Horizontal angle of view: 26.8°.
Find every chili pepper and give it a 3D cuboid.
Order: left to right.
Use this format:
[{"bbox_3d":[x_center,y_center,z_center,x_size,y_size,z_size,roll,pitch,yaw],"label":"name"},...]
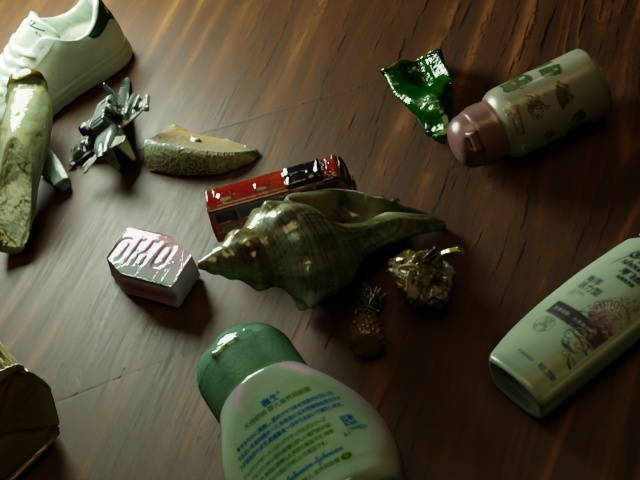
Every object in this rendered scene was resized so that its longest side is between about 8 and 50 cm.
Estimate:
[{"bbox_3d":[0.170,-0.238,2.205,0.108,0.062,0.216,-20,47,6],"label":"chili pepper"}]

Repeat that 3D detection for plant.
[{"bbox_3d":[0.157,0.034,1.920,0.122,0.104,0.116,-48,30,27],"label":"plant"}]

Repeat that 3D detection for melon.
[{"bbox_3d":[-0.200,-0.146,2.242,0.182,0.054,0.098,16,40,27],"label":"melon"}]

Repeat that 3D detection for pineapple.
[{"bbox_3d":[0.069,0.113,1.933,0.058,0.058,0.124,-5,34,11],"label":"pineapple"}]

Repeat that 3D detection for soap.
[{"bbox_3d":[-0.263,0.038,2.079,0.149,0.056,0.100,14,52,26],"label":"soap"}]

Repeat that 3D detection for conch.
[{"bbox_3d":[-0.006,0.010,1.979,0.386,0.170,0.203,-1,44,-37],"label":"conch"}]

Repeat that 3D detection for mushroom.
[{"bbox_3d":[-0.499,-0.140,2.242,0.087,0.107,0.333,4,58,-6],"label":"mushroom"}]

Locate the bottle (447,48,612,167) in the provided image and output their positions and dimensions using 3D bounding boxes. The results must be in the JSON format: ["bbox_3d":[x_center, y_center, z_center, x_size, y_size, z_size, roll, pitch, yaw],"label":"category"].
[{"bbox_3d":[0.317,-0.197,2.087,0.253,0.120,0.120,-25,47,-7],"label":"bottle"}]

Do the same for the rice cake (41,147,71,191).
[{"bbox_3d":[-0.479,-0.142,2.315,0.042,0.030,0.180,-33,49,-10],"label":"rice cake"}]

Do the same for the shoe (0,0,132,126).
[{"bbox_3d":[-0.515,-0.313,2.391,0.363,0.160,0.132,-33,47,-15],"label":"shoe"}]

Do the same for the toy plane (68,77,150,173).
[{"bbox_3d":[-0.361,-0.220,2.317,0.192,0.088,0.262,-33,38,23],"label":"toy plane"}]

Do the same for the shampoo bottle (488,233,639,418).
[{"bbox_3d":[0.388,0.092,1.837,0.359,0.078,0.134,-36,46,-17],"label":"shampoo bottle"}]

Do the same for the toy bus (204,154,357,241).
[{"bbox_3d":[-0.060,-0.063,2.087,0.234,0.096,0.073,-16,49,3],"label":"toy bus"}]

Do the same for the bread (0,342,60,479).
[{"bbox_3d":[-0.477,0.251,1.853,0.109,0.192,0.210,24,60,35],"label":"bread"}]

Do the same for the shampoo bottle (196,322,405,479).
[{"bbox_3d":[-0.045,0.249,1.766,0.222,0.151,0.349,-33,49,-7],"label":"shampoo bottle"}]
